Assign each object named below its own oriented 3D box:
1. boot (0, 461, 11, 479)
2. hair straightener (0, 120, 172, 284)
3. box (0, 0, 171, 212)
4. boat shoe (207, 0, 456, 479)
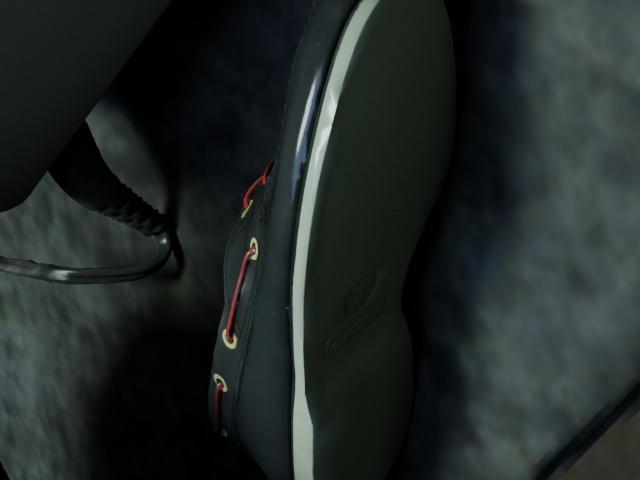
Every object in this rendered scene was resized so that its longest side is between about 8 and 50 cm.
[{"bbox_3d":[-0.029,0.099,0.323,0.260,0.131,0.348,50,141,4],"label":"boot"},{"bbox_3d":[-0.113,-0.078,0.476,0.230,0.047,0.089,55,141,13],"label":"hair straightener"},{"bbox_3d":[-0.061,-0.105,0.305,0.275,0.113,0.094,-45,72,40],"label":"box"},{"bbox_3d":[-0.001,0.001,0.356,0.042,0.049,0.133,31,133,30],"label":"boat shoe"}]
